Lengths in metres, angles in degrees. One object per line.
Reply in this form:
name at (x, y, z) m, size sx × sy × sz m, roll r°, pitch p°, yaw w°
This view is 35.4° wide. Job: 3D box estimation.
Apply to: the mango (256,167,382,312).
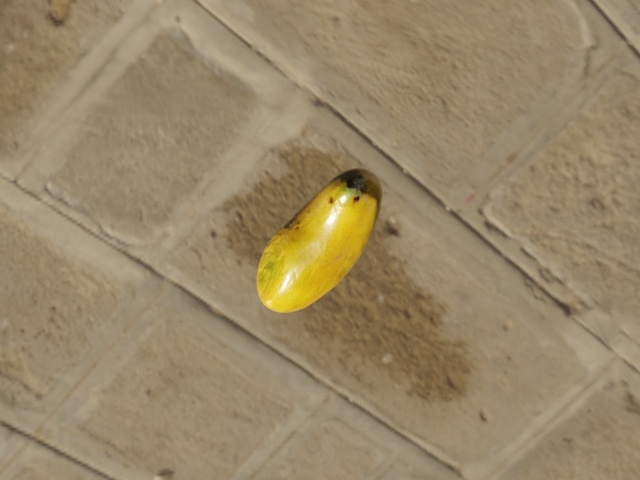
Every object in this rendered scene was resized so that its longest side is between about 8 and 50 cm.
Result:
mango at (0.000, 0.000, 0.955) m, size 0.075 × 0.098 × 0.190 m, roll 41°, pitch 124°, yaw 11°
